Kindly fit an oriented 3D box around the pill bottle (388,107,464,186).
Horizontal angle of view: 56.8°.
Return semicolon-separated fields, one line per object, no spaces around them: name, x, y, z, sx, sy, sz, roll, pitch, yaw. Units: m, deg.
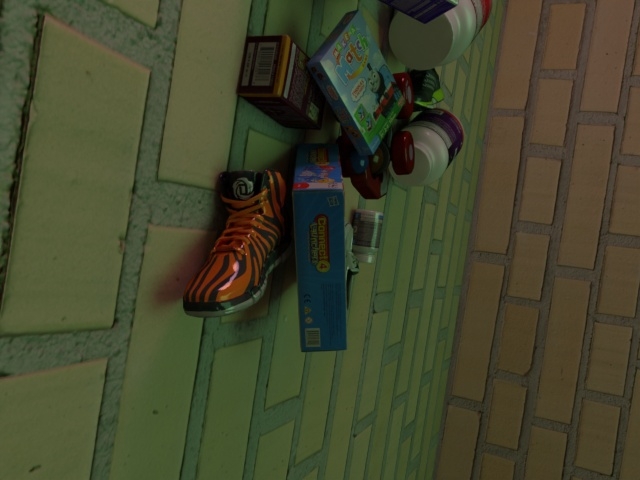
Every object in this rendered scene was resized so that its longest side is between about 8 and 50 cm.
pill bottle;0.314;-0.277;1.782;0.323;0.181;0.181;-46;139;-53

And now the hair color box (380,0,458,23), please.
hair color box;0.102;-0.553;1.059;0.339;0.110;0.185;16;81;-27

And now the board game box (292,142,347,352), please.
board game box;0.000;0.000;1.130;0.302;0.086;0.308;-90;179;-66

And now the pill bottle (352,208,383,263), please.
pill bottle;0.120;-0.011;1.558;0.078;0.078;0.137;6;92;-67

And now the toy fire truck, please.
toy fire truck;0.093;-0.235;1.260;0.254;0.169;0.302;-30;118;-65

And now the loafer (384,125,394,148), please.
loafer;0.141;-0.311;1.515;0.078;0.076;0.223;-34;124;-53

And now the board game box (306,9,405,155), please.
board game box;0.073;-0.290;1.102;0.211;0.039;0.160;53;55;-34

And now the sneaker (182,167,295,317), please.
sneaker;-0.137;-0.015;0.943;0.321;0.124;0.180;-58;145;-63

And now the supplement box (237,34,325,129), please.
supplement box;-0.060;-0.275;1.049;0.188;0.081;0.104;20;79;-66

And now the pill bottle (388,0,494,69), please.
pill bottle;0.337;-0.627;1.654;0.408;0.229;0.229;-53;144;-47

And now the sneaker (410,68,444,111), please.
sneaker;0.299;-0.464;1.809;0.300;0.111;0.121;-48;129;-59

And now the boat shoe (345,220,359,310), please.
boat shoe;0.062;0.066;1.455;0.083;0.076;0.226;22;78;-66
